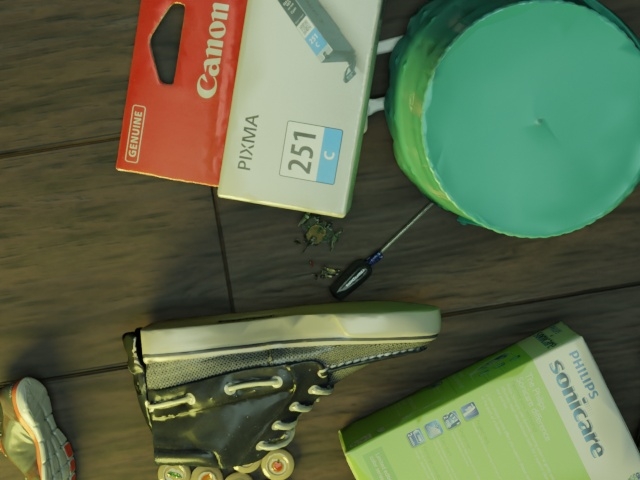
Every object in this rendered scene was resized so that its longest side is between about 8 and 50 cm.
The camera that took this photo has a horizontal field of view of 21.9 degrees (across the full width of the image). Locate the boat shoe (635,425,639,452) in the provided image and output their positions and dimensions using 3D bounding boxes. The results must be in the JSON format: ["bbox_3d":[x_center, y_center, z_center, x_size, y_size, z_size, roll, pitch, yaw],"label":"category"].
[{"bbox_3d":[0.395,0.138,1.807,0.073,0.080,0.223,7,100,-9],"label":"boat shoe"}]

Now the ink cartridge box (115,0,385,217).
[{"bbox_3d":[-0.074,-0.191,1.723,0.261,0.066,0.296,10,97,5],"label":"ink cartridge box"}]

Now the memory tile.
[{"bbox_3d":[-0.108,0.271,1.831,0.148,0.012,0.113,14,95,-4],"label":"memory tile"}]

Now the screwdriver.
[{"bbox_3d":[0.078,0.006,1.808,0.170,0.024,0.025,-39,67,0],"label":"screwdriver"}]

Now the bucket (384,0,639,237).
[{"bbox_3d":[0.207,-0.136,1.703,0.281,0.183,0.281,-2,103,-6],"label":"bucket"}]

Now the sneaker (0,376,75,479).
[{"bbox_3d":[-0.317,0.226,1.804,0.065,0.061,0.158,-12,96,26],"label":"sneaker"}]

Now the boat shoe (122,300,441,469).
[{"bbox_3d":[-0.035,0.155,1.770,0.340,0.127,0.158,-5,94,7],"label":"boat shoe"}]

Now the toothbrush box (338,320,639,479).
[{"bbox_3d":[0.190,0.245,1.788,0.283,0.122,0.206,-27,96,1],"label":"toothbrush box"}]

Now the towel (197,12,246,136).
[{"bbox_3d":[-0.070,-0.183,1.771,0.110,0.027,0.148,-14,95,10],"label":"towel"}]

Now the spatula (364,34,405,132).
[{"bbox_3d":[0.075,-0.208,1.789,0.242,0.019,0.168,-12,92,-3],"label":"spatula"}]

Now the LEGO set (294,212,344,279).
[{"bbox_3d":[-0.002,0.001,1.806,0.054,0.023,0.083,4,109,-1],"label":"LEGO set"}]
